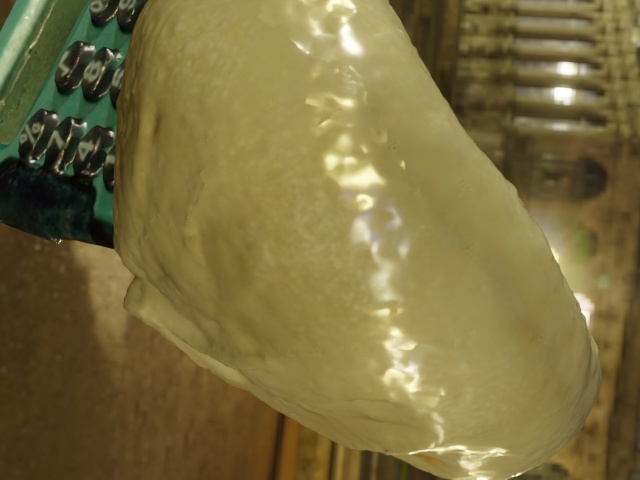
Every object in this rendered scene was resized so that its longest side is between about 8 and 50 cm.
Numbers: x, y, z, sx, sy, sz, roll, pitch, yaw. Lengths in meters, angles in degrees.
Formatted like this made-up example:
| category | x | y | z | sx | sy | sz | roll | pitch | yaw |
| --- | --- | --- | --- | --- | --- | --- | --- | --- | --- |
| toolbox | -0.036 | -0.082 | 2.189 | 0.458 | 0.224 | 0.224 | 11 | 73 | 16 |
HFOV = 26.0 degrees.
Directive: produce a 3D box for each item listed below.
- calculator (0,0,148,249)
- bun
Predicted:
| category | x | y | z | sx | sy | sz | roll | pitch | yaw |
| --- | --- | --- | --- | --- | --- | --- | --- | --- | --- |
| calculator | -0.121 | -0.110 | 0.876 | 0.058 | 0.274 | 0.248 | 33 | 79 | -47 |
| bun | 0.000 | 0.000 | 0.469 | 0.222 | 0.127 | 0.222 | 60 | 2 | -4 |
